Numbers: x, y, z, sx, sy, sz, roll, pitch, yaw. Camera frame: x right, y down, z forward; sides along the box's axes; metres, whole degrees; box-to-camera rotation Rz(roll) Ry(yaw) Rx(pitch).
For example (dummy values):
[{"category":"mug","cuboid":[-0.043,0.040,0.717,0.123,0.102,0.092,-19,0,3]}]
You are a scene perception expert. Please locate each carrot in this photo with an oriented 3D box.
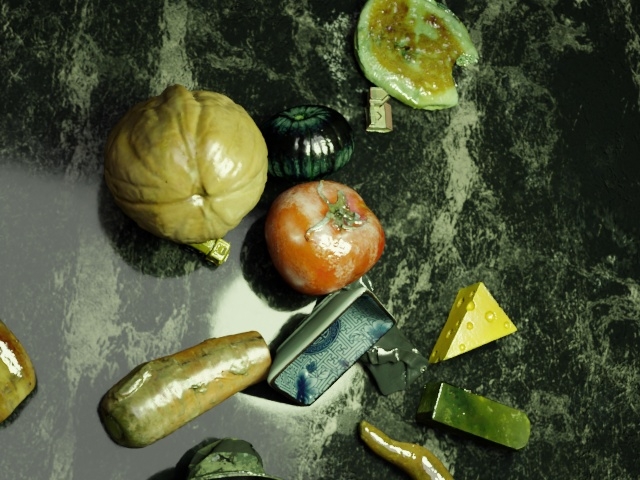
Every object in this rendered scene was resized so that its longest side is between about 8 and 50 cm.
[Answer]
[{"category":"carrot","cuboid":[-0.235,0.256,1.389,0.301,0.138,0.139,-18,83,-32]}]

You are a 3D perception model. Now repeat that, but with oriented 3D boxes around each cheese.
[{"category":"cheese","cuboid":[0.287,0.190,1.595,0.171,0.093,0.126,-38,91,-21]}]

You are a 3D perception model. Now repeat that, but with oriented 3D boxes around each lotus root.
[{"category":"lotus root","cuboid":[-0.606,0.181,1.270,0.193,0.193,0.291,-41,94,-22]}]

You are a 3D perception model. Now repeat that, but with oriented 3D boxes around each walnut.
[{"category":"walnut","cuboid":[-0.238,-0.141,1.401,0.277,0.313,0.252,-40,123,9]}]

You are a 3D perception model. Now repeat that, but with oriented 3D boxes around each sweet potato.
[{"category":"sweet potato","cuboid":[0.202,0.473,1.506,0.108,0.079,0.346,-33,85,-10]}]

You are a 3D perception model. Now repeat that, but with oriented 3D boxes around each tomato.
[{"category":"tomato","cuboid":[-0.003,-0.003,1.496,0.231,0.189,0.232,18,42,-16]}]

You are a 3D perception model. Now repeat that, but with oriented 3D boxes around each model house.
[{"category":"model house","cuboid":[0.127,-0.278,1.679,0.058,0.057,0.083,1,74,-13]}]

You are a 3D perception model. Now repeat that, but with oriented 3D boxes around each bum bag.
[{"category":"bum bag","cuboid":[0.110,0.186,1.555,0.123,0.060,0.248,-40,92,-23]}]

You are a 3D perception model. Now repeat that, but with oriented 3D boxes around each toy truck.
[{"category":"toy truck","cuboid":[-0.212,0.011,1.495,0.083,0.054,0.049,30,70,-9]}]

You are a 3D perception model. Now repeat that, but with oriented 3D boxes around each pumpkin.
[{"category":"pumpkin","cuboid":[-0.031,-0.185,1.537,0.201,0.202,0.140,-21,121,-22]}]

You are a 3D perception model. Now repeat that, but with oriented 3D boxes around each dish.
[{"category":"dish","cuboid":[0.008,0.181,1.454,0.243,0.182,0.080,-43,55,0]}]

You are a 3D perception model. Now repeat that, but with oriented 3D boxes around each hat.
[{"category":"hat","cuboid":[-0.161,0.418,1.359,0.265,0.266,0.128,10,42,-16]}]

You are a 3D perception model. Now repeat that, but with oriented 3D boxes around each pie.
[{"category":"pie","cuboid":[0.207,-0.421,1.735,0.302,0.067,0.303,5,74,-17]}]

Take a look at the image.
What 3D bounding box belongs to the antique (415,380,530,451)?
[{"category":"antique","cuboid":[0.309,0.355,1.570,0.220,0.080,0.081,23,72,-13]}]
